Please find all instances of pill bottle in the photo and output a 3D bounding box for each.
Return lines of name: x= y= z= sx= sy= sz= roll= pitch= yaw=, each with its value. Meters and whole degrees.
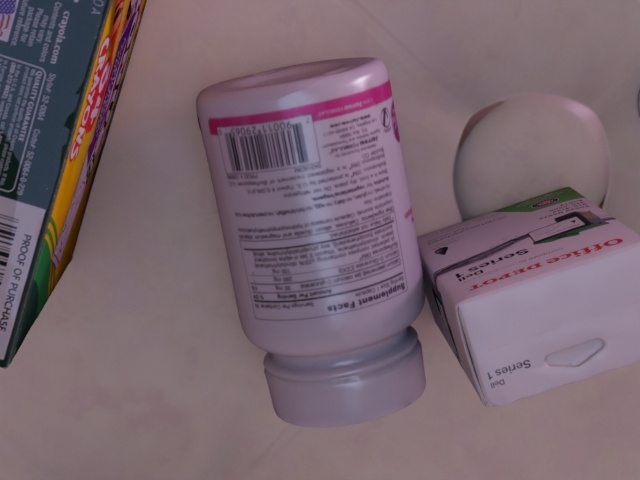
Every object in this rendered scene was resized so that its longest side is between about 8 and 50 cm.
pill bottle: x=0.000 y=0.000 z=1.042 sx=0.160 sy=0.160 sz=0.283 roll=-11 pitch=103 yaw=-2

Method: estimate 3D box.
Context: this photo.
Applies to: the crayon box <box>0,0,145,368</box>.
crayon box: x=-0.199 y=-0.130 z=0.917 sx=0.106 sy=0.313 sz=0.363 roll=17 pitch=101 yaw=-6

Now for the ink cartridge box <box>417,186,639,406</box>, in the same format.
ink cartridge box: x=0.176 y=0.039 z=1.035 sx=0.160 sy=0.219 sz=0.093 roll=-19 pitch=104 yaw=-1

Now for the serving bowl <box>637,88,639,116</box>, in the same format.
serving bowl: x=0.327 y=-0.123 z=1.110 sx=0.083 sy=0.027 sz=0.083 roll=-1 pitch=103 yaw=-5
